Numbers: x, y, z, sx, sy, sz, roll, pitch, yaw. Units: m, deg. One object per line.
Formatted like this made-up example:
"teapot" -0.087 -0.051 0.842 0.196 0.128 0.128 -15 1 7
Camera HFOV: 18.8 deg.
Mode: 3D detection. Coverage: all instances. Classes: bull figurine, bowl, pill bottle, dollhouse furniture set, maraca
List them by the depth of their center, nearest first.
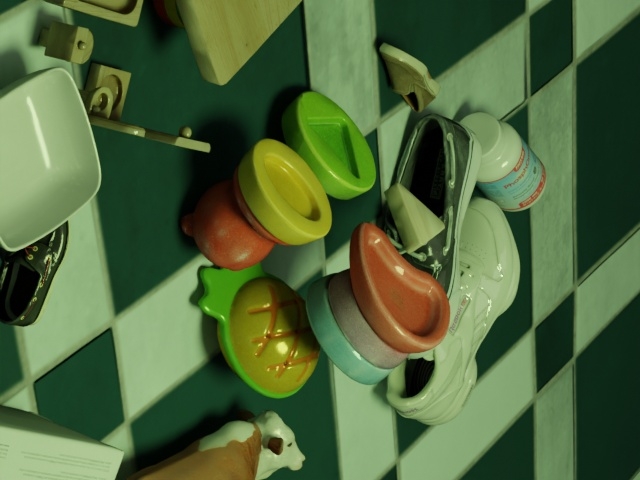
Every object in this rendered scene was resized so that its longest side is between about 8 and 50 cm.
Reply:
"bowl" -0.273 -0.076 1.752 0.142 0.053 0.142 -39 125 -39
"dollhouse furniture set" -0.175 -0.175 1.808 0.144 0.123 0.151 9 96 -59
"bull figurine" -0.134 0.294 2.107 0.310 0.101 0.188 -12 116 -56
"maraca" -0.068 0.089 2.132 0.185 0.099 0.127 56 47 -21
"pill bottle" 0.231 -0.105 2.521 0.160 0.087 0.087 41 69 -56

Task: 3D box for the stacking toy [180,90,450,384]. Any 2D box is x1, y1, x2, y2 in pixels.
"stacking toy" 0.000 0.000 2.128 0.309 0.130 0.279 47 28 -17

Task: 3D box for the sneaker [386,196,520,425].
"sneaker" 0.166 0.090 2.478 0.152 0.114 0.305 16 90 -60

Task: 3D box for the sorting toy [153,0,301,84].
"sorting toy" -0.093 -0.334 1.901 0.255 0.089 0.257 -51 142 -32

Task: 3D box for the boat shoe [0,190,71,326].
"boat shoe" -0.271 0.018 1.816 0.042 0.049 0.133 2 106 -66

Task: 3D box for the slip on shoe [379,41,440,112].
"slip on shoe" 0.102 -0.195 2.319 0.041 0.051 0.135 -58 153 -4

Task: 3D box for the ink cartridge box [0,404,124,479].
"ink cartridge box" -0.352 0.278 1.726 0.309 0.130 0.272 23 85 -58

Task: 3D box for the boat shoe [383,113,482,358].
"boat shoe" 0.123 -0.007 2.376 0.102 0.108 0.301 21 83 -59
